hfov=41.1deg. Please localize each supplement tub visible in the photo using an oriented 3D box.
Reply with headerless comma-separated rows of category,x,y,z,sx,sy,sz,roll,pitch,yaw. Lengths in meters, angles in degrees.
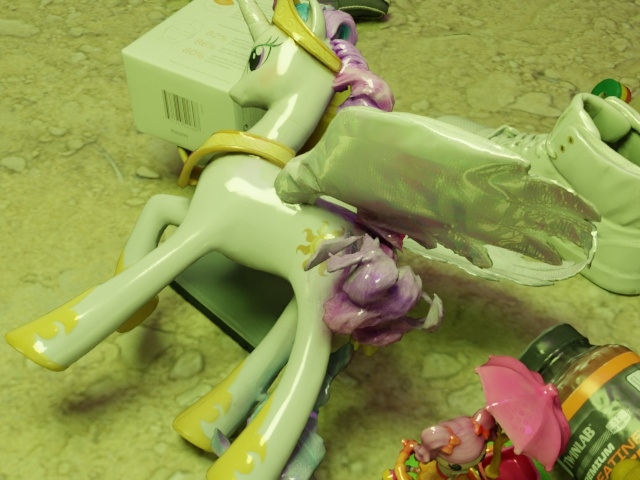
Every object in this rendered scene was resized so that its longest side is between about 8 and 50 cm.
supplement tub,0.235,0.151,0.642,0.106,0.106,0.198,-25,51,-27

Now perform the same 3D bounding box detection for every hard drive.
hard drive,-0.070,0.041,0.789,0.135,0.022,0.094,35,52,28

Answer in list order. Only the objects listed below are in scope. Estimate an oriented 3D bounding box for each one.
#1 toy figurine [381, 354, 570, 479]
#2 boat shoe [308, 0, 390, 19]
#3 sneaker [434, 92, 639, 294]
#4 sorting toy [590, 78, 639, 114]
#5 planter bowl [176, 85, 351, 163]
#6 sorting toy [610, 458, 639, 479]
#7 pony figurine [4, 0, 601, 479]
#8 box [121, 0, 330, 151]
toy figurine,0.102,0.150,0.593,0.173,0.159,0.130,-11,47,-15
boat shoe,-0.008,-0.300,1.133,0.205,0.075,0.065,1,87,-11
sneaker,0.225,-0.091,0.846,0.292,0.169,0.108,35,54,30
sorting toy,0.376,-0.100,0.903,0.046,0.132,0.275,22,43,-26
planter bowl,-0.032,-0.077,0.863,0.217,0.090,0.217,0,44,0
sorting toy,0.298,0.078,0.517,0.127,0.366,0.126,30,6,-37
pony figurine,0.000,0.000,0.631,0.350,0.303,0.364,31,85,15
box,-0.082,-0.166,0.823,0.130,0.091,0.170,24,49,23
